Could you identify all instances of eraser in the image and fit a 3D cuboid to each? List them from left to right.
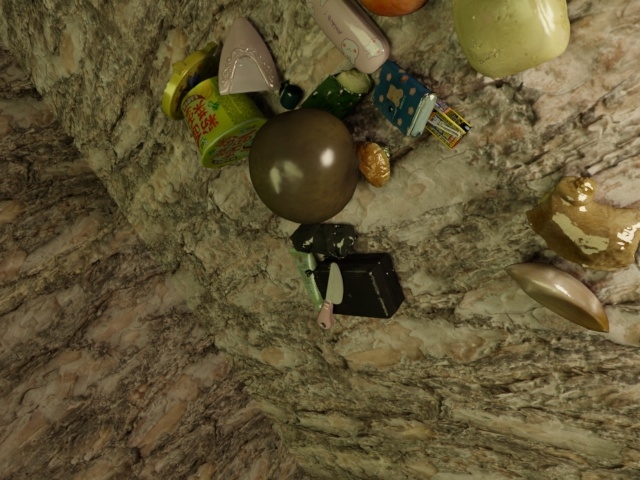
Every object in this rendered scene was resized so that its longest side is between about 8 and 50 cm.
[{"bbox_3d":[-0.253,-0.617,1.475,0.059,0.205,0.243,-118,20,-80],"label":"eraser"}]

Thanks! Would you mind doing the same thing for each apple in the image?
[{"bbox_3d":[0.177,-0.634,1.048,0.210,0.164,0.209,27,137,28],"label":"apple"}]

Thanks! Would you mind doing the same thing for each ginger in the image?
[{"bbox_3d":[0.650,-0.050,1.085,0.276,0.130,0.221,9,116,33],"label":"ginger"}]

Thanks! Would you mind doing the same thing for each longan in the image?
[{"bbox_3d":[-0.041,-0.221,1.347,0.361,0.361,0.360,25,134,28],"label":"longan"}]

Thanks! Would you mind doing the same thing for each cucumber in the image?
[{"bbox_3d":[0.019,-0.415,1.399,0.325,0.145,0.105,-23,95,54],"label":"cucumber"}]

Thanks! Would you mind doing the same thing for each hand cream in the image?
[{"bbox_3d":[-0.036,0.167,1.928,0.147,0.093,0.305,-7,112,52],"label":"hand cream"}]

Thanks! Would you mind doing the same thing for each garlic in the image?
[{"bbox_3d":[0.670,0.150,1.231,0.318,0.112,0.143,41,162,2],"label":"garlic"}]

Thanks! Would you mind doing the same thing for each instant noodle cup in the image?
[{"bbox_3d":[-0.354,-0.437,1.625,0.221,0.312,0.311,59,141,5],"label":"instant noodle cup"}]

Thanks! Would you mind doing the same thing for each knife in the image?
[{"bbox_3d":[0.043,0.224,1.704,0.081,0.043,0.335,25,131,18],"label":"knife"}]

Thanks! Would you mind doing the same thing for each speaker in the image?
[{"bbox_3d":[-0.113,-0.499,1.507,0.094,0.060,0.075,45,139,7],"label":"speaker"}]

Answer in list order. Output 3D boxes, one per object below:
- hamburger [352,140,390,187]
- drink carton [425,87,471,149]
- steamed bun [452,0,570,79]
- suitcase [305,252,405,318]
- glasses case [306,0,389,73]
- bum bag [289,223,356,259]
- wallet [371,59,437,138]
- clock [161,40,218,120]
[{"bbox_3d":[0.170,-0.255,1.408,0.102,0.087,0.176,-26,98,51],"label":"hamburger"},{"bbox_3d":[0.328,-0.335,1.222,0.166,0.056,0.071,44,144,8],"label":"drink carton"},{"bbox_3d":[0.398,-0.483,0.954,0.232,0.166,0.272,-2,118,42],"label":"steamed bun"},{"bbox_3d":[0.136,0.178,1.724,0.335,0.152,0.229,-4,117,45],"label":"suitcase"},{"bbox_3d":[0.074,-0.600,1.240,0.296,0.075,0.113,50,142,2],"label":"glasses case"},{"bbox_3d":[0.000,0.000,1.753,0.327,0.080,0.141,4,88,40],"label":"bum bag"},{"bbox_3d":[0.222,-0.385,1.214,0.202,0.059,0.141,56,145,36],"label":"wallet"},{"bbox_3d":[-0.468,-0.563,1.627,0.071,0.277,0.293,37,146,-3],"label":"clock"}]
